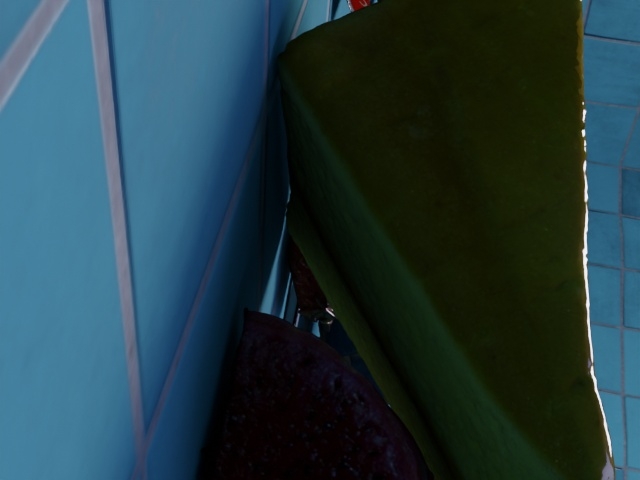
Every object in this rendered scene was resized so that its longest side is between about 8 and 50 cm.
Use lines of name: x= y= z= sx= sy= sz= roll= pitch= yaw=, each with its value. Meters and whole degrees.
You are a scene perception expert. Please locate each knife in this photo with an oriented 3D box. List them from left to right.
knife: x=-0.015 y=0.016 z=0.966 sx=0.028 sy=0.015 sz=0.210 roll=117 pitch=-17 yaw=-87

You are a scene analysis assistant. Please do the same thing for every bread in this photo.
bread: x=0.137 y=0.028 z=0.698 sx=0.361 sy=0.245 sz=0.233 roll=61 pitch=-14 yaw=25

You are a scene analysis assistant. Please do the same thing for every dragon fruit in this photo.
dragon fruit: x=-0.016 y=0.191 z=0.659 sx=0.163 sy=0.189 sz=0.261 roll=39 pitch=59 yaw=-49

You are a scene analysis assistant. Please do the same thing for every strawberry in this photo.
strawberry: x=-0.003 y=0.000 z=0.905 sx=0.104 sy=0.048 sz=0.152 roll=22 pitch=64 yaw=-78

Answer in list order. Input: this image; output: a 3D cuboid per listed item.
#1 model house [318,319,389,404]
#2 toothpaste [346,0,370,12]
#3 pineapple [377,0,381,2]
model house: x=0.122 y=0.009 z=1.183 sx=0.280 sy=0.245 sz=0.312 roll=98 pitch=-6 yaw=-68
toothpaste: x=0.058 y=-0.299 z=1.015 sx=0.075 sy=0.048 sz=0.301 roll=101 pitch=5 yaw=-46
pineapple: x=0.159 y=-0.388 z=1.243 sx=0.202 sy=0.202 sz=0.361 roll=-63 pitch=150 yaw=-74
